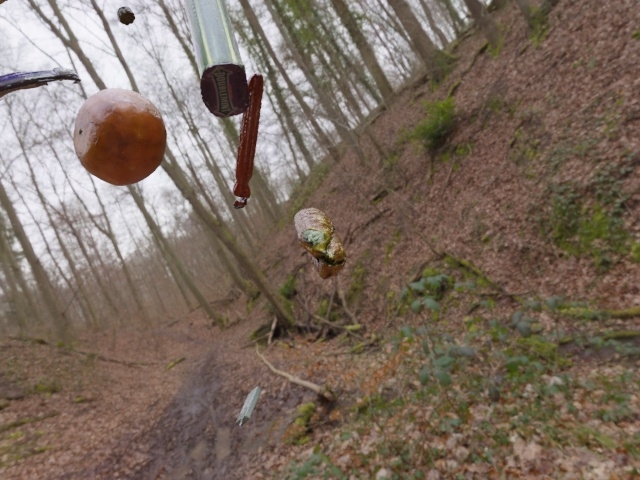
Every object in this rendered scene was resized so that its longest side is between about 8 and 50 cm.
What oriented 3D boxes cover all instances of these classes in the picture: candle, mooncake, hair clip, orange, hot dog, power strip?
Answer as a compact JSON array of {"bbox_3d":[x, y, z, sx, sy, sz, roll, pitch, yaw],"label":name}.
[{"bbox_3d":[-0.177,-0.237,1.048,0.048,0.051,0.329,-12,-55,-43],"label":"candle"},{"bbox_3d":[-0.615,-0.724,1.251,0.150,0.057,0.347,-43,7,15],"label":"mooncake"},{"bbox_3d":[-0.478,-0.239,0.681,0.172,0.049,0.116,-9,29,16],"label":"hair clip"},{"bbox_3d":[-0.591,-0.302,1.273,0.284,0.284,0.226,-32,-19,31],"label":"orange"},{"bbox_3d":[0.000,0.000,0.831,0.072,0.115,0.269,-25,18,0],"label":"hot dog"},{"bbox_3d":[-0.207,0.478,1.237,0.051,0.019,0.136,-43,11,24],"label":"power strip"}]

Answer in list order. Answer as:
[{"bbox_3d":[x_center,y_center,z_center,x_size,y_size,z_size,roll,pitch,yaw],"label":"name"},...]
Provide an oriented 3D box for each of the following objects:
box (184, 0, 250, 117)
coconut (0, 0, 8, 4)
[{"bbox_3d":[-0.229,-0.428,0.901,0.097,0.346,0.134,-13,-26,-8],"label":"box"},{"bbox_3d":[-0.691,-0.590,0.802,0.233,0.233,0.245,-26,4,-6],"label":"coconut"}]
